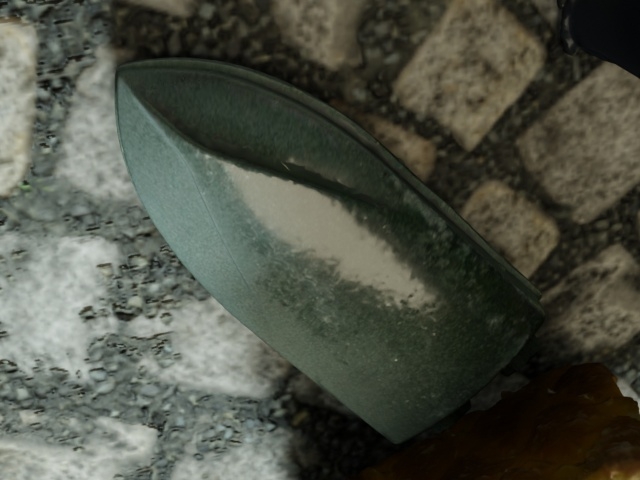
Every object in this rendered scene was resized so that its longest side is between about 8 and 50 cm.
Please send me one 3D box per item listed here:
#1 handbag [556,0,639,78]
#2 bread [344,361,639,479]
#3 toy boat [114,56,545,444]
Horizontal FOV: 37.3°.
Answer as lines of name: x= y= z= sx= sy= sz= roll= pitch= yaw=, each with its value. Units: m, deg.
handbag: x=0.335 y=-0.207 z=0.525 sx=0.330 sy=0.122 sz=0.303 roll=6 pitch=117 yaw=-17
bread: x=0.121 y=0.234 z=0.612 sx=0.279 sy=0.279 sz=0.207 roll=-32 pitch=91 yaw=12
toy boat: x=0.000 y=0.000 z=0.588 sx=0.319 sy=0.092 sz=0.141 roll=41 pitch=105 yaw=-21
